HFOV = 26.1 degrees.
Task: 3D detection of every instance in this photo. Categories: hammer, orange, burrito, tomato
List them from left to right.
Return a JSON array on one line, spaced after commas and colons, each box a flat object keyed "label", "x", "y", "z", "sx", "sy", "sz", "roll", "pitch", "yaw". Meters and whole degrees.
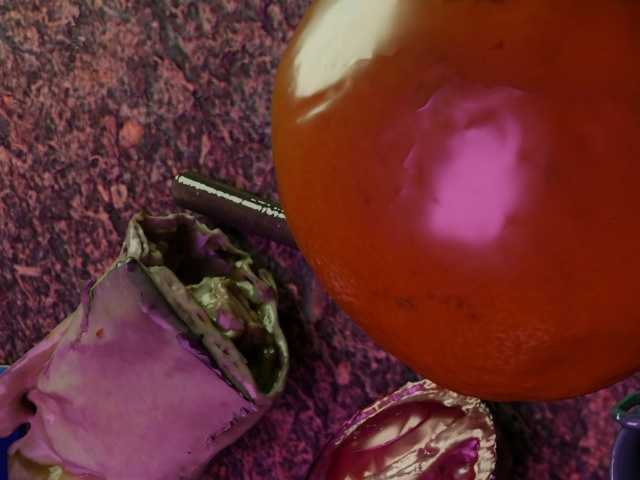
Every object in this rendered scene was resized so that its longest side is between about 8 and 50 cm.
[{"label": "burrito", "x": -0.164, "y": 0.130, "z": 1.176, "sx": 0.190, "sy": 0.135, "sz": 0.332, "roll": 48, "pitch": 126, "yaw": 3}, {"label": "hammer", "x": -0.001, "y": 0.000, "z": 1.097, "sx": 0.297, "sy": 0.027, "sz": 0.125, "roll": 20, "pitch": 113, "yaw": 31}, {"label": "tomato", "x": 0.073, "y": 0.199, "z": 1.021, "sx": 0.173, "sy": 0.189, "sz": 0.099, "roll": -29, "pitch": 120, "yaw": 14}, {"label": "orange", "x": 0.121, "y": -0.055, "z": 0.826, "sx": 0.312, "sy": 0.312, "sz": 0.312, "roll": 10, "pitch": 107, "yaw": 34}]

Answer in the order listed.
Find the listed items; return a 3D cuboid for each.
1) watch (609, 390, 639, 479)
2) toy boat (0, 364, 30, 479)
[{"label": "watch", "x": 0.294, "y": 0.181, "z": 0.905, "sx": 0.237, "sy": 0.068, "sz": 0.195, "roll": 26, "pitch": 114, "yaw": 27}, {"label": "toy boat", "x": -0.350, "y": 0.223, "z": 1.360, "sx": 0.129, "sy": 0.088, "sz": 0.295, "roll": 47, "pitch": 126, "yaw": 18}]
